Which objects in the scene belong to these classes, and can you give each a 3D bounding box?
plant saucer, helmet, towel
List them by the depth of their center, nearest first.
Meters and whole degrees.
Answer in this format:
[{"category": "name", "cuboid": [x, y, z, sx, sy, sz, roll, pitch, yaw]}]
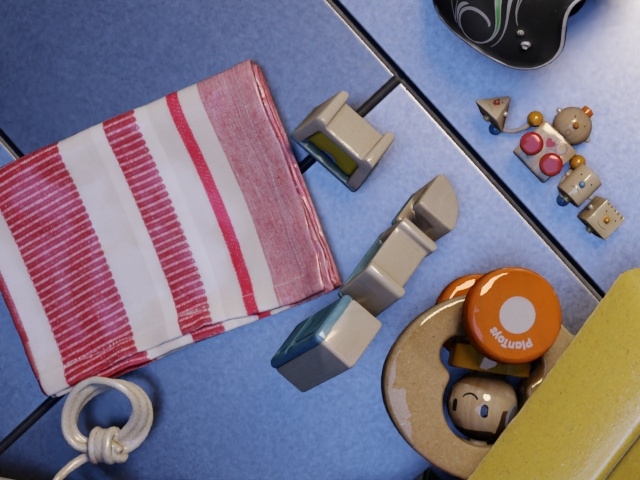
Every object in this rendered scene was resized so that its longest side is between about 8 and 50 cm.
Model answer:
[{"category": "plant saucer", "cuboid": [0.298, 0.243, 1.128, 0.333, 0.081, 0.333, 32, 101, -16]}, {"category": "helmet", "cuboid": [0.186, -0.246, 1.156, 0.169, 0.169, 0.161, 32, 129, 5]}, {"category": "towel", "cuboid": [-0.169, -0.005, 1.315, 0.329, 0.037, 0.237, -22, 91, 11]}]

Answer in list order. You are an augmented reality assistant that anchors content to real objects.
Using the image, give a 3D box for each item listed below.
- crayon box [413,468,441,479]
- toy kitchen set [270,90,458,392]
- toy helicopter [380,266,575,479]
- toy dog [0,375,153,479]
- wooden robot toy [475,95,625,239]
[{"category": "crayon box", "cuboid": [0.070, 0.457, 1.286, 0.363, 0.106, 0.313, -42, 89, 10]}, {"category": "toy kitchen set", "cuboid": [0.000, 0.000, 1.230, 0.166, 0.122, 0.207, 41, 63, -5]}, {"category": "toy helicopter", "cuboid": [0.205, 0.199, 1.204, 0.355, 0.140, 0.235, 37, 81, -5]}, {"category": "toy dog", "cuboid": [-0.294, 0.284, 1.294, 0.333, 0.161, 0.220, -19, 103, 12]}, {"category": "wooden robot toy", "cuboid": [0.224, -0.087, 1.226, 0.079, 0.076, 0.173, -44, 88, 0]}]
